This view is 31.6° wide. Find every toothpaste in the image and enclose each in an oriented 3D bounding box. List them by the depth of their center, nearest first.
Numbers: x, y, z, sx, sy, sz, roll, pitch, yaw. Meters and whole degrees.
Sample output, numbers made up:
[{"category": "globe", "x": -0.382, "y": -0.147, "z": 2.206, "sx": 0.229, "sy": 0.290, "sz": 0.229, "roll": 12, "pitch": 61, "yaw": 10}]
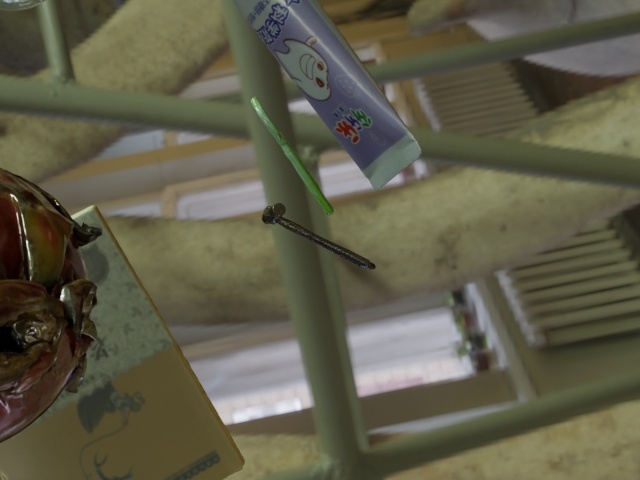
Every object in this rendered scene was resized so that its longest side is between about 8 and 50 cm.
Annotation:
[{"category": "toothpaste", "x": -0.019, "y": -0.225, "z": 1.226, "sx": 0.371, "sy": 0.080, "sz": 0.125, "roll": 53, "pitch": 153, "yaw": 0}]

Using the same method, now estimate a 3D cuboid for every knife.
[{"category": "knife", "x": -0.032, "y": -0.107, "z": 1.546, "sx": 0.212, "sy": 0.015, "sz": 0.054, "roll": 55, "pitch": -179, "yaw": -34}]

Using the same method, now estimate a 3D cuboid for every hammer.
[{"category": "hammer", "x": 0.000, "y": 0.000, "z": 1.574, "sx": 0.021, "sy": 0.178, "sz": 0.065, "roll": -64, "pitch": 8, "yaw": -19}]

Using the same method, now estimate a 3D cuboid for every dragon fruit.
[{"category": "dragon fruit", "x": -0.276, "y": 0.042, "z": 0.801, "sx": 0.250, "sy": 0.315, "sz": 0.250, "roll": -28, "pitch": -58, "yaw": -55}]

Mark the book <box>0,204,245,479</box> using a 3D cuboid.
[{"category": "book", "x": -0.294, "y": 0.182, "z": 1.375, "sx": 0.389, "sy": 0.269, "sz": 0.032, "roll": 61, "pitch": 177, "yaw": -17}]

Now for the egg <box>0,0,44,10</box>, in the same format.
[{"category": "egg", "x": -0.452, "y": -0.403, "z": 1.547, "sx": 0.151, "sy": 0.209, "sz": 0.151, "roll": -61, "pitch": 2, "yaw": 4}]
